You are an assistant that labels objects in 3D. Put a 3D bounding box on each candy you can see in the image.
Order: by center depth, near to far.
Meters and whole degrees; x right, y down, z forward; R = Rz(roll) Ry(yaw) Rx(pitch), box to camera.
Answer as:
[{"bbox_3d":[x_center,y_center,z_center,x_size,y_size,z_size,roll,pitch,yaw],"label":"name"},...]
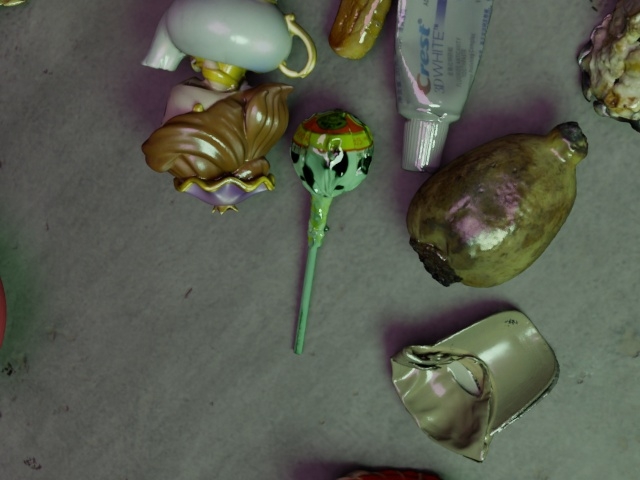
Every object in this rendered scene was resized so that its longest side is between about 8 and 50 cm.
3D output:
[{"bbox_3d":[0.000,0.000,0.846,0.091,0.083,0.305,14,111,16],"label":"candy"}]

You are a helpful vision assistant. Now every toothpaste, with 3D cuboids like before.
[{"bbox_3d":[0.128,-0.209,0.769,0.069,0.099,0.282,19,107,40],"label":"toothpaste"}]

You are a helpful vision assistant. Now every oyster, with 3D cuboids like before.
[{"bbox_3d":[0.311,-0.210,0.706,0.163,0.081,0.190,-26,63,48],"label":"oyster"}]

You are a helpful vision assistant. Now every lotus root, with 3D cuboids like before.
[{"bbox_3d":[0.188,-0.038,0.759,0.214,0.138,0.138,-38,90,14],"label":"lotus root"}]

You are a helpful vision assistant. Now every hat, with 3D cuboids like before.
[{"bbox_3d":[0.180,0.158,0.833,0.175,0.085,0.147,-28,81,-6],"label":"hat"}]

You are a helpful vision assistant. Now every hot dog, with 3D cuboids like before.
[{"bbox_3d":[0.070,-0.296,0.778,0.066,0.047,0.215,32,109,44],"label":"hot dog"}]

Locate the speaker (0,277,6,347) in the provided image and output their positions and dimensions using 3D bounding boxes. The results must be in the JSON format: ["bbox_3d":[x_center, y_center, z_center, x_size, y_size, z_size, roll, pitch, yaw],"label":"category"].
[{"bbox_3d":[-0.529,0.096,0.881,0.295,0.294,0.294,2,101,13],"label":"speaker"}]

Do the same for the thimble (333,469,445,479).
[{"bbox_3d":[0.080,0.348,0.835,0.190,0.163,0.124,2,101,20],"label":"thimble"}]

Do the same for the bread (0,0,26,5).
[{"bbox_3d":[-0.348,-0.369,0.811,0.261,0.160,0.147,-21,89,22],"label":"bread"}]

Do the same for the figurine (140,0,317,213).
[{"bbox_3d":[-0.108,-0.160,0.797,0.190,0.142,0.263,14,101,11],"label":"figurine"}]
